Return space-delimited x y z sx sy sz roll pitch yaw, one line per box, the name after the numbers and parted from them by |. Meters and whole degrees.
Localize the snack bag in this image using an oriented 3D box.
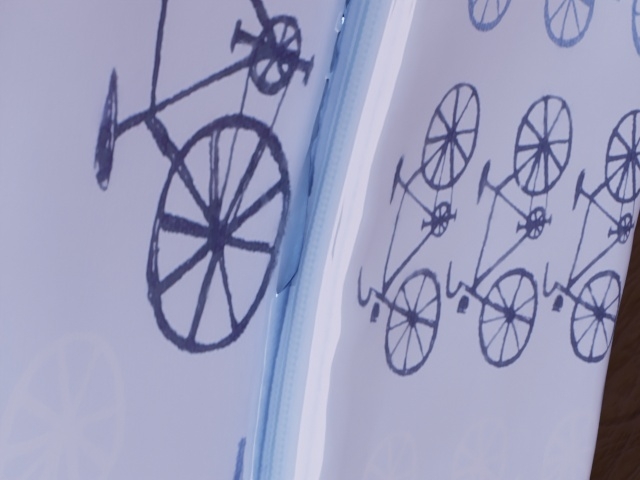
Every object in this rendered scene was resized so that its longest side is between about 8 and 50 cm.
0.000 0.000 0.439 0.342 0.037 0.323 1 102 -53 | snack bag
